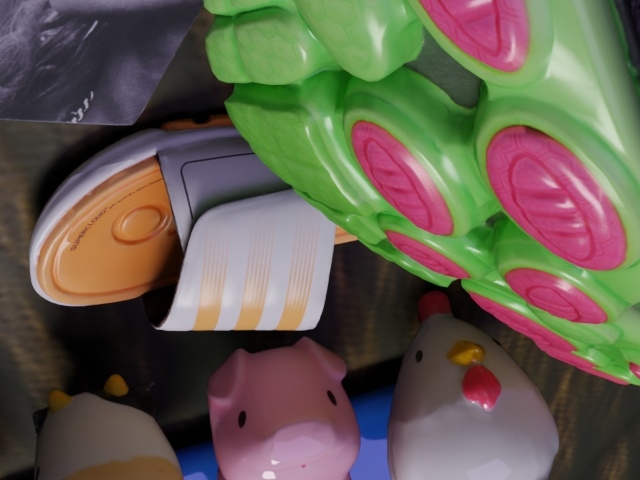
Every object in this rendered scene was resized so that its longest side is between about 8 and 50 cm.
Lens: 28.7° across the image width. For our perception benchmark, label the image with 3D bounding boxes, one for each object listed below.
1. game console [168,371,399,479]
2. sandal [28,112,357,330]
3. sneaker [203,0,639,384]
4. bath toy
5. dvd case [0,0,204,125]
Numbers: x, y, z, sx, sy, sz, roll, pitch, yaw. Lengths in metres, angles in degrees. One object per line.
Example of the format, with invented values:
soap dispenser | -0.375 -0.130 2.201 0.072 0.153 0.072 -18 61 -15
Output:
game console | -0.065 0.208 0.849 0.293 0.173 0.250 -15 112 -13
sandal | 0.002 -0.007 0.576 0.265 0.076 0.102 -12 142 -16
sneaker | 0.123 -0.060 0.511 0.483 0.185 0.202 32 81 -56
bath toy | -0.039 0.111 0.665 0.348 0.129 0.151 -10 171 -16
dvd case | -0.086 -0.120 0.407 0.164 0.018 0.221 -2 141 -41
